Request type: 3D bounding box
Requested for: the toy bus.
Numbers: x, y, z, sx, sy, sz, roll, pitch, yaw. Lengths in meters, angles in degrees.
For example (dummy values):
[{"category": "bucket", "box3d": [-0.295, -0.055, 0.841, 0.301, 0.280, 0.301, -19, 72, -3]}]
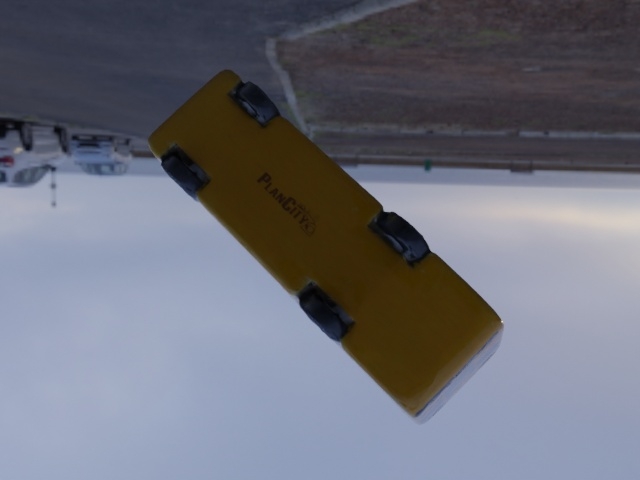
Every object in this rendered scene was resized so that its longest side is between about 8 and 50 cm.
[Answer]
[{"category": "toy bus", "box3d": [0.000, 0.000, 0.645, 0.333, 0.108, 0.130, 44, 176, 21]}]
